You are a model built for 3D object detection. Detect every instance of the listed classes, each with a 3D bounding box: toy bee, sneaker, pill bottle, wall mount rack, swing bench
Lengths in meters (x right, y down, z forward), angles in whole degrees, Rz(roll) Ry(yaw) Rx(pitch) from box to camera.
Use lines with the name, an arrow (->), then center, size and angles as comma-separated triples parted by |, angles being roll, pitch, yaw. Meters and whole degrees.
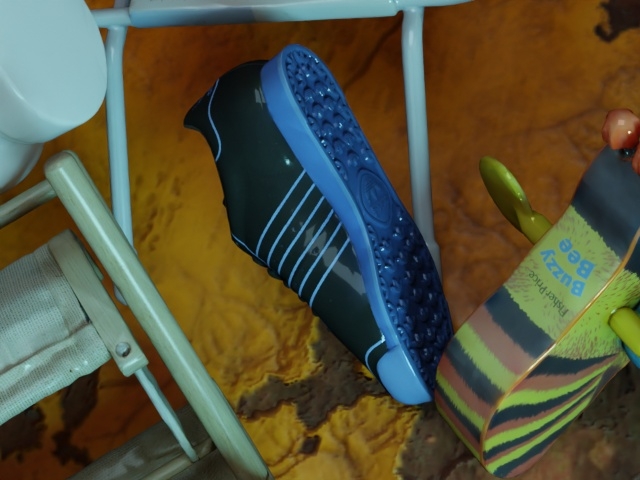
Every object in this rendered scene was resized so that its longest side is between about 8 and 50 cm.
toy bee -> 0.162, -0.006, 0.977 | 0.195, 0.162, 0.298 | 25, 82, 35
sneaker -> 0.000, 0.000, 1.068 | 0.090, 0.081, 0.232 | -24, 92, 32
pill bottle -> -0.272, -0.082, 1.127 | 0.272, 0.152, 0.152 | -20, 55, 30
wall mount rack -> -0.025, -0.119, 1.153 | 0.350, 0.130, 0.304 | -2, 58, 16
swing bench -> -0.186, 0.118, 1.016 | 0.253, 0.165, 0.254 | -31, 97, -4
